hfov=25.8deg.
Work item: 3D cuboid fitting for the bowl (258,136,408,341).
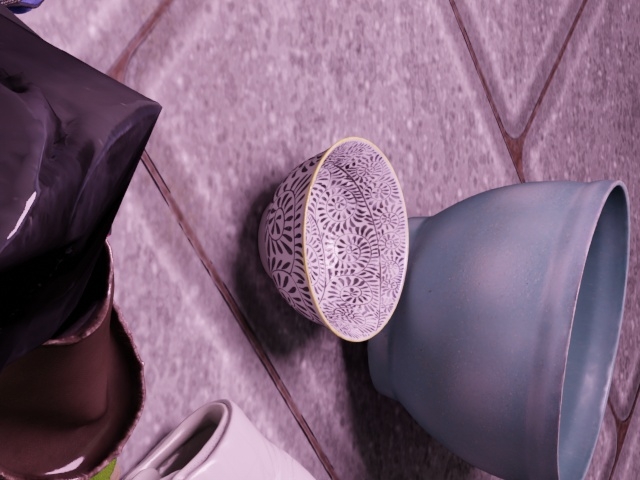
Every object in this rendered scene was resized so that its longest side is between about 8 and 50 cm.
[{"bbox_3d":[0.000,0.000,1.179,0.170,0.080,0.170,4,86,-57],"label":"bowl"}]

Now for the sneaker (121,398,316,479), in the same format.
[{"bbox_3d":[-0.108,0.255,1.003,0.169,0.108,0.292,50,50,-28],"label":"sneaker"}]

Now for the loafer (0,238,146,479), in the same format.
[{"bbox_3d":[-0.165,0.038,0.691,0.134,0.130,0.366,-56,151,-19],"label":"loafer"}]

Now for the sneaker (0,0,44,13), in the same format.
[{"bbox_3d":[-0.198,-0.192,0.891,0.221,0.083,0.087,-45,140,-42],"label":"sneaker"}]

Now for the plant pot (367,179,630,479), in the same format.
[{"bbox_3d":[0.161,0.076,1.295,0.293,0.196,0.293,9,90,-69],"label":"plant pot"}]

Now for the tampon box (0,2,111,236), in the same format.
[{"bbox_3d":[-0.211,-0.061,0.792,0.161,0.120,0.101,42,38,-49],"label":"tampon box"}]

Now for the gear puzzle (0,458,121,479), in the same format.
[{"bbox_3d":[-0.191,0.167,0.844,0.339,0.044,0.175,48,49,-29],"label":"gear puzzle"}]

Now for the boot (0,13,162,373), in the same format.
[{"bbox_3d":[-0.302,-0.058,0.385,0.445,0.146,0.367,37,39,-2],"label":"boot"}]
